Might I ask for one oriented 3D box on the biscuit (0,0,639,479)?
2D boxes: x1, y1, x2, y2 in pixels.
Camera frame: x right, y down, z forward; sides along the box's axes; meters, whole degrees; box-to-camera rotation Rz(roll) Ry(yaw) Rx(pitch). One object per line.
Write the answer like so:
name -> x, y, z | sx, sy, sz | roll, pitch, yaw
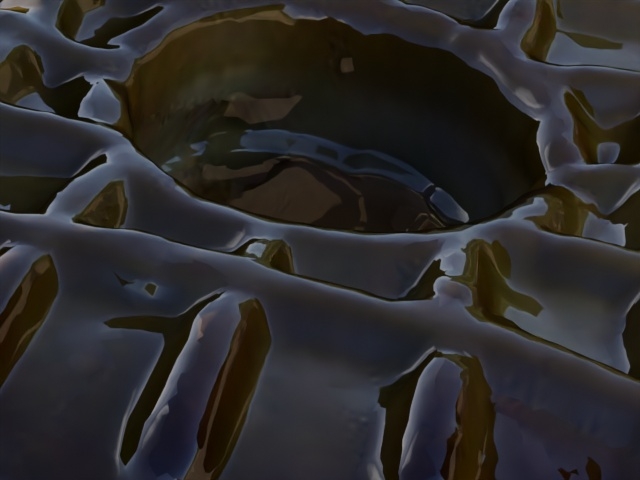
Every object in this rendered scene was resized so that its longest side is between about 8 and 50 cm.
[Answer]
biscuit -> 0.000, 0.000, 0.452 | 0.332, 0.103, 0.332 | 6, 34, -4
